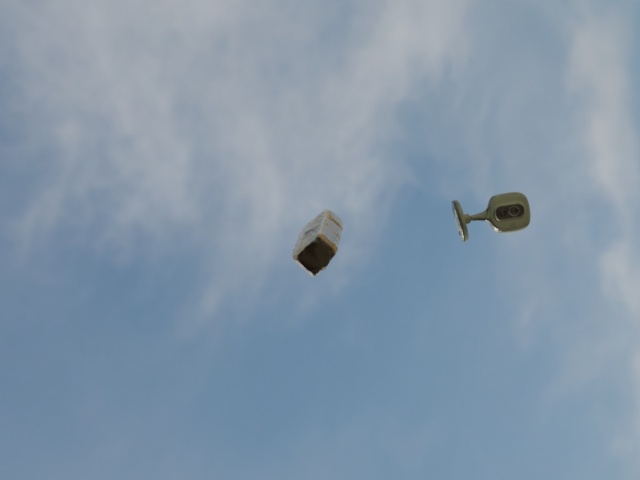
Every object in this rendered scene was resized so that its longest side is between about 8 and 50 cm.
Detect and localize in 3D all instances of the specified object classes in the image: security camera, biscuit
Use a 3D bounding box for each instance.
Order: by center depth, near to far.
[{"bbox_3d":[0.213,-0.033,1.645,0.058,0.092,0.058,-14,-90,-88],"label":"security camera"},{"bbox_3d":[0.000,0.000,1.886,0.052,0.056,0.188,40,-167,-7],"label":"biscuit"}]
